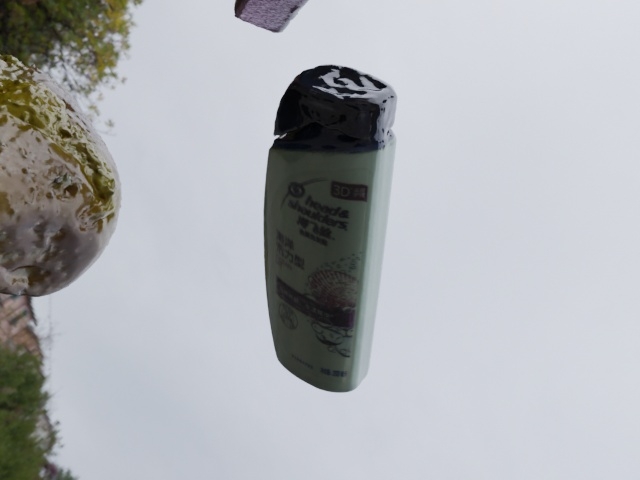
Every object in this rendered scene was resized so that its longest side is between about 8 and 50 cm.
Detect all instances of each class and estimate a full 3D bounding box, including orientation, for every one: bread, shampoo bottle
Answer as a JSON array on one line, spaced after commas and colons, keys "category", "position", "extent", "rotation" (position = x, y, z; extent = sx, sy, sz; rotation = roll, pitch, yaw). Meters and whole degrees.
[{"category": "bread", "position": [-0.313, -0.086, 0.651], "extent": [0.246, 0.176, 0.195], "rotation": [48, 11, 21]}, {"category": "shampoo bottle", "position": [0.000, 0.000, 0.697], "extent": [0.134, 0.078, 0.360], "rotation": [22, -48, 24]}]

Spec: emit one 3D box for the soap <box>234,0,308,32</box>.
[{"category": "soap", "position": [-0.026, -0.371, 0.798], "extent": [0.081, 0.181, 0.259], "rotation": [16, -3, -16]}]
